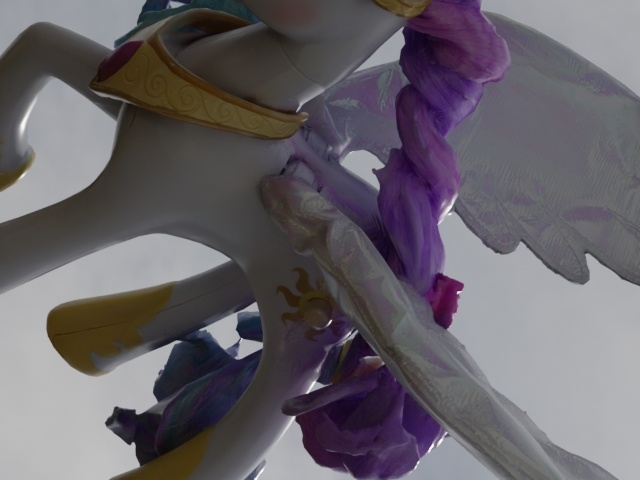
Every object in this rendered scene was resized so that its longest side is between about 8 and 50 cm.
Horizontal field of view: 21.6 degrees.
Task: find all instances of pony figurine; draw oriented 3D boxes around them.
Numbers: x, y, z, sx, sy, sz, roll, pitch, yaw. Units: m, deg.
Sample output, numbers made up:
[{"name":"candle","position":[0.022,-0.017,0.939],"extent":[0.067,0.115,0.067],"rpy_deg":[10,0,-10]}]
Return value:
[{"name":"pony figurine","position":[0.000,0.000,0.746],"extent":[0.363,0.351,0.303],"rpy_deg":[-36,-156,32]}]
